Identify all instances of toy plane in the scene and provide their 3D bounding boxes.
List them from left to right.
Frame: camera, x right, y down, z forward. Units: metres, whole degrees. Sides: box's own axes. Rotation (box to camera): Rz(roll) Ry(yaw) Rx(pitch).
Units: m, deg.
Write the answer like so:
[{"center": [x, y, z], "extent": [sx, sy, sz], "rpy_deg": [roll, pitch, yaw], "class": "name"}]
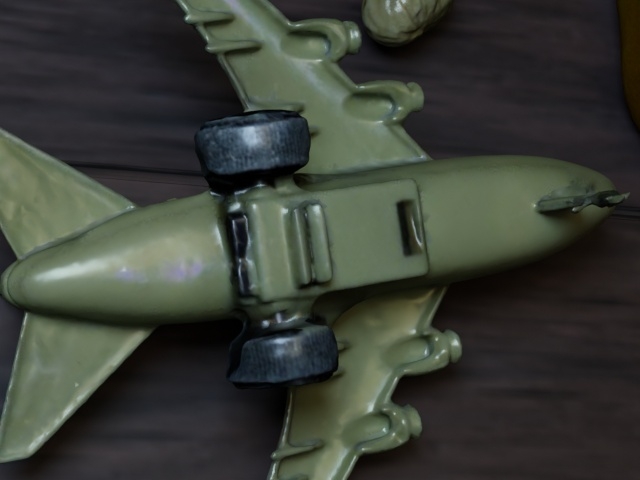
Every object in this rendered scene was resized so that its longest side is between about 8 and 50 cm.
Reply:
[{"center": [0.000, 0.000, 0.623], "extent": [0.256, 0.104, 0.241], "rpy_deg": [-9, 89, -16], "class": "toy plane"}]

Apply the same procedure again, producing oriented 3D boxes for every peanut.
[{"center": [0.042, -0.113, 0.707], "extent": [0.037, 0.037, 0.083], "rpy_deg": [33, 66, -6], "class": "peanut"}]

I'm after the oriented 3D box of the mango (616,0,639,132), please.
[{"center": [0.162, -0.091, 0.728], "extent": [0.077, 0.063, 0.127], "rpy_deg": [-11, 75, -15], "class": "mango"}]
